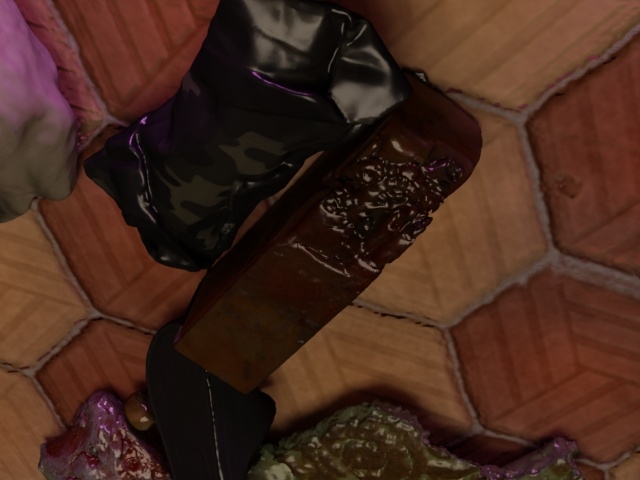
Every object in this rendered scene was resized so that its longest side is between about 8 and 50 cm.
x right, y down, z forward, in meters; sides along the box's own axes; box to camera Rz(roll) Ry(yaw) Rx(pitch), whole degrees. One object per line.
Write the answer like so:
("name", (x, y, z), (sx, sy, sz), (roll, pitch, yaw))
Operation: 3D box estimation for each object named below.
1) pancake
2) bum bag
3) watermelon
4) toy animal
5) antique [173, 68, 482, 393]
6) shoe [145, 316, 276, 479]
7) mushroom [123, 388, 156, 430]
("pancake", (0.070, 0.222, 1.041), (0.377, 0.054, 0.197), (1, 129, 11))
("bum bag", (-0.073, -0.080, 0.801), (0.144, 0.095, 0.340), (36, 141, -15))
("watermelon", (-0.232, 0.223, 1.097), (0.187, 0.071, 0.139), (5, 118, 20))
("toy animal", (-0.333, -0.109, 0.803), (0.266, 0.188, 0.307), (-1, 124, 4))
("antique", (0.000, 0.000, 0.854), (0.087, 0.093, 0.310), (36, 126, -15))
("shoe", (-0.095, 0.179, 1.018), (0.108, 0.093, 0.241), (7, 111, 46))
("mushroom", (-0.099, 0.269, 1.101), (0.043, 0.068, 0.306), (-29, 107, 32))
